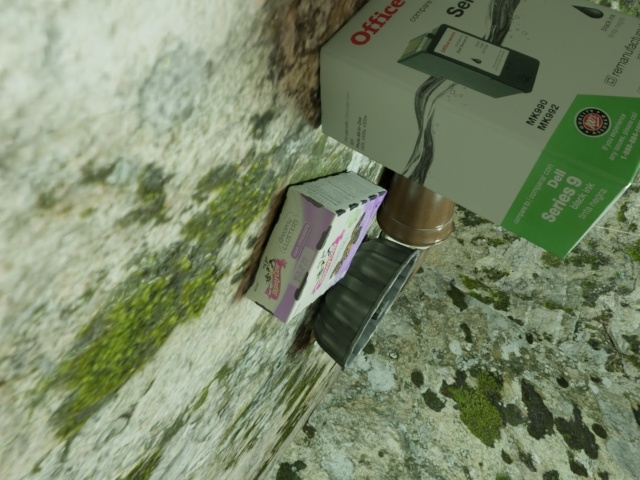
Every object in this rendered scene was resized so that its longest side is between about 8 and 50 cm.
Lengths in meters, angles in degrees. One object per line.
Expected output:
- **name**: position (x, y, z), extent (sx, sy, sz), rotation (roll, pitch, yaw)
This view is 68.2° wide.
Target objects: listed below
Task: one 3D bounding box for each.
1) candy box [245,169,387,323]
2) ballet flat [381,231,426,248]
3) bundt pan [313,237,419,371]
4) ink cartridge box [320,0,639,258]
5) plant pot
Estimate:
- **candy box**: position (0.000, 0.000, 0.649), extent (0.196, 0.070, 0.165), rotation (-30, 148, -62)
- **ballet flat**: position (0.295, -0.039, 1.391), extent (0.139, 0.139, 0.400), rotation (-63, 164, 17)
- **bundt pan**: position (0.095, 0.132, 1.105), extent (0.331, 0.124, 0.331), rotation (-53, 165, -21)
- **ink cartridge box**: position (0.170, -0.152, 0.479), extent (0.211, 0.289, 0.122), rotation (-52, 161, -23)
- **plant pot**: position (0.206, -0.102, 0.964), extent (0.167, 0.166, 0.165), rotation (-46, 152, -38)
